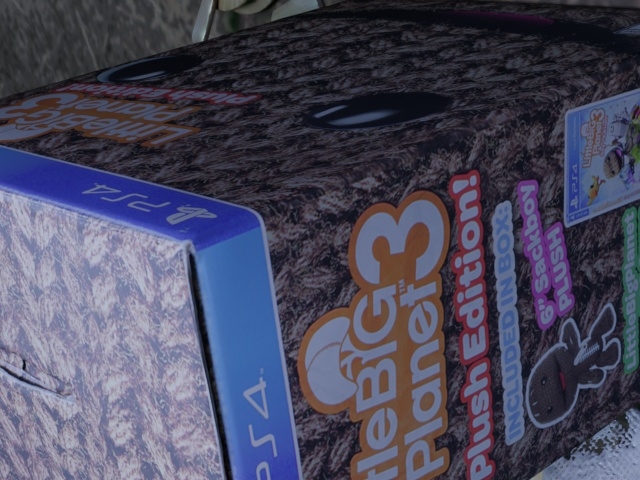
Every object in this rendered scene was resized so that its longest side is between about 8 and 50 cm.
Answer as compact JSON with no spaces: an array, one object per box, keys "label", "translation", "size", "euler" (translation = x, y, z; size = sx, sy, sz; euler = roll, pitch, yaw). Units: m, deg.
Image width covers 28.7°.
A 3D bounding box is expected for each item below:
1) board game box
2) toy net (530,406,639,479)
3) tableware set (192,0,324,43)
[{"label":"board game box","translation":[0.000,0.000,0.519],"size":[0.232,0.291,0.141],"euler":[14,119,45]},{"label":"toy net","translation":[0.093,0.083,0.589],"size":[0.232,0.122,0.045],"euler":[20,147,54]},{"label":"tableware set","translation":[-0.028,-0.179,0.664],"size":[0.194,0.039,0.128],"euler":[-23,90,52]}]
